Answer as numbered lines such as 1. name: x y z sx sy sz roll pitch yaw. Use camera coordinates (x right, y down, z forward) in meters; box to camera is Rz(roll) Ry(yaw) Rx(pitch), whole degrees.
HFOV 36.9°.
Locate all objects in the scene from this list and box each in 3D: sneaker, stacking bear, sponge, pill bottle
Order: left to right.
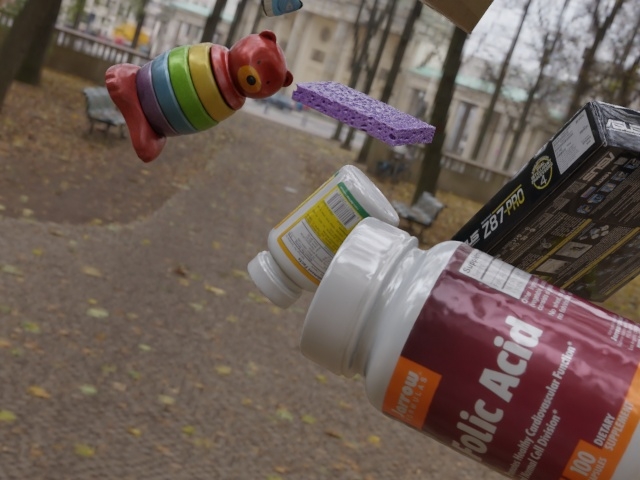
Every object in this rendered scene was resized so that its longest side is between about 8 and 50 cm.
1. stacking bear: -0.196 -0.272 1.667 0.289 0.175 0.164 -16 22 13
2. sneaker: -0.053 -0.410 1.395 0.073 0.162 0.063 -4 23 -7
3. pill bottle: 0.000 0.000 1.361 0.117 0.208 0.117 46 13 -13
4. sponge: 0.068 -0.205 1.535 0.210 0.031 0.117 29 25 30
5. pill bottle: 0.190 0.136 1.104 0.392 0.224 0.224 25 9 14

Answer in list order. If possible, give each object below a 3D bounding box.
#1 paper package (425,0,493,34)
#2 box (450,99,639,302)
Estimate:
1. paper package: 0.161 -0.550 1.726 0.309 0.168 0.325 42 16 27
2. box: 0.445 -0.044 1.540 0.318 0.395 0.097 10 54 -23
